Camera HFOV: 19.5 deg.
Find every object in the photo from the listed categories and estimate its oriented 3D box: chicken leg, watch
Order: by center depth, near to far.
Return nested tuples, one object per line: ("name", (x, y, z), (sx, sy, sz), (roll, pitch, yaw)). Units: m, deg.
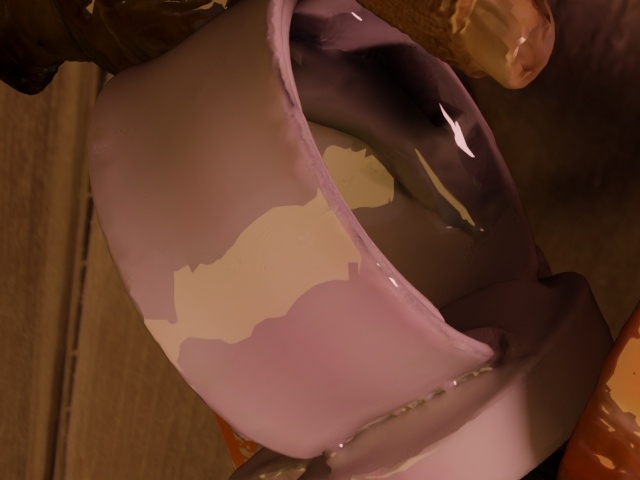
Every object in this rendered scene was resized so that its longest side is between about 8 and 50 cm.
("watch", (0.000, 0.000, 0.840), (0.196, 0.244, 0.231), (-32, 104, 25))
("chicken leg", (-0.108, -0.161, 0.998), (0.361, 0.140, 0.211), (10, 123, 47))

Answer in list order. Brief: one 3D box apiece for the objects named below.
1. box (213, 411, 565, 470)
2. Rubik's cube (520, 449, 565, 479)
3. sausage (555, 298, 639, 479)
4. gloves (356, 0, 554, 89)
("box", (0.013, 0.034, 1.093), (0.221, 0.091, 0.274), (6, 126, 44))
("Rubik's cube", (0.137, 0.273, 0.944), (0.255, 0.260, 0.259), (37, -174, 28))
("sausage", (0.273, 0.099, 0.759), (0.287, 0.233, 0.233), (37, 143, 19))
("gloves", (0.063, -0.185, 0.745), (0.356, 0.203, 0.155), (36, 160, 26))
